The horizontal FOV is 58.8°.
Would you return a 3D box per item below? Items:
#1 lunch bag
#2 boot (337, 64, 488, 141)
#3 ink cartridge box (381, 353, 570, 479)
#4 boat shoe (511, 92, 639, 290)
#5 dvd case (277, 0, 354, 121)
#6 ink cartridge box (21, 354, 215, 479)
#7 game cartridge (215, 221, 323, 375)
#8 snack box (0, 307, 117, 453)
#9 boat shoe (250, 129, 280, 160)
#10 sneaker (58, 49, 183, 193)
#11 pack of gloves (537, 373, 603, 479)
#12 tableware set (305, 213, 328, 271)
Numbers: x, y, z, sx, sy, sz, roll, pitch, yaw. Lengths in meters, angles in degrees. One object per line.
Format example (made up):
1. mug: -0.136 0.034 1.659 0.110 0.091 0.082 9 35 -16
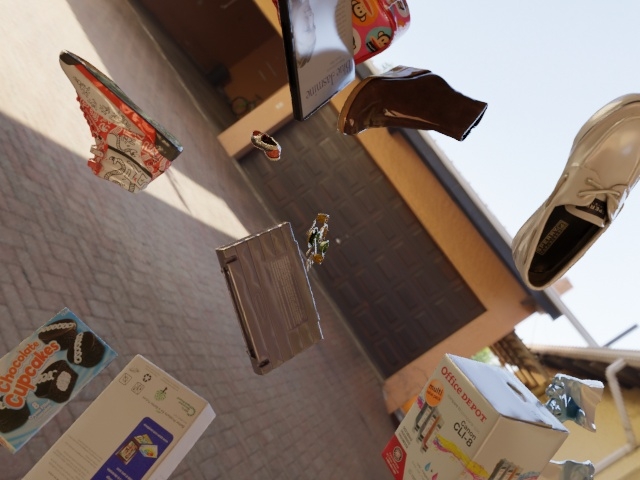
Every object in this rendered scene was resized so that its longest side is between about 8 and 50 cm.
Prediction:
1. lunch bag: 0.009 -0.478 1.100 0.293 0.258 0.120 58 46 -19
2. boot: 0.174 -0.239 1.060 0.207 0.248 0.090 33 -34 22
3. ink cartridge box: 0.191 0.258 0.722 0.128 0.176 0.128 21 15 -28
4. boat shoe: 0.328 -0.051 0.704 0.096 0.267 0.088 29 30 -4
5. dvd case: -0.001 -0.356 0.984 0.022 0.180 0.252 23 -38 27
6. ink cartridge box: -0.329 0.348 0.859 0.166 0.332 0.065 27 -32 24
7. game cartridge: -0.128 0.149 1.515 0.068 0.230 0.354 -2 -72 46
8. snack box: -0.693 0.337 1.408 0.187 0.060 0.322 44 47 -3
9. boat shoe: -0.147 -0.263 1.513 0.137 0.049 0.043 49 -30 40
10. sneaker: -0.400 -0.206 1.038 0.270 0.145 0.090 43 8 -14
11. pack of gloves: 0.370 0.296 0.809 0.046 0.194 0.232 1 -13 44
12. tableware set: 0.000 0.000 1.280 0.024 0.104 0.154 21 -37 15
